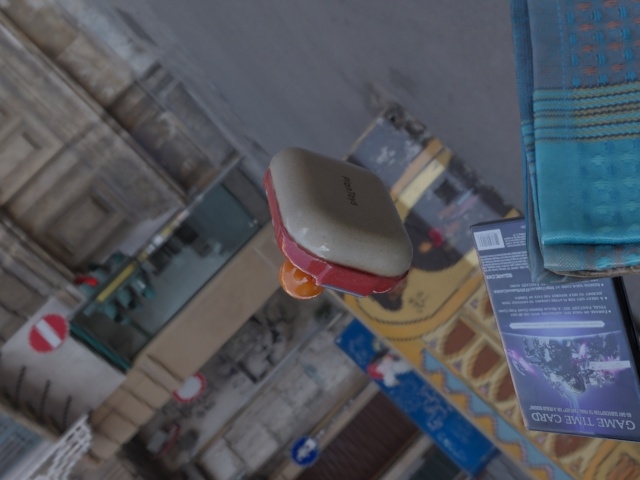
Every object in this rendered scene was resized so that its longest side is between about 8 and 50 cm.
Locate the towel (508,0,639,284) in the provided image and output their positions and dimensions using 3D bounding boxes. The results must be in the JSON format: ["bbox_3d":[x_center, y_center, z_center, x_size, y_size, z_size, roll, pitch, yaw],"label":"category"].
[{"bbox_3d":[0.287,-0.125,0.493,0.040,0.370,0.271,49,-143,-58],"label":"towel"}]

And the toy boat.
[{"bbox_3d":[0.000,0.000,1.016,0.151,0.151,0.231,17,-151,-21],"label":"toy boat"}]

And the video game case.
[{"bbox_3d":[0.286,0.101,1.080,0.196,0.026,0.274,-9,99,56],"label":"video game case"}]
